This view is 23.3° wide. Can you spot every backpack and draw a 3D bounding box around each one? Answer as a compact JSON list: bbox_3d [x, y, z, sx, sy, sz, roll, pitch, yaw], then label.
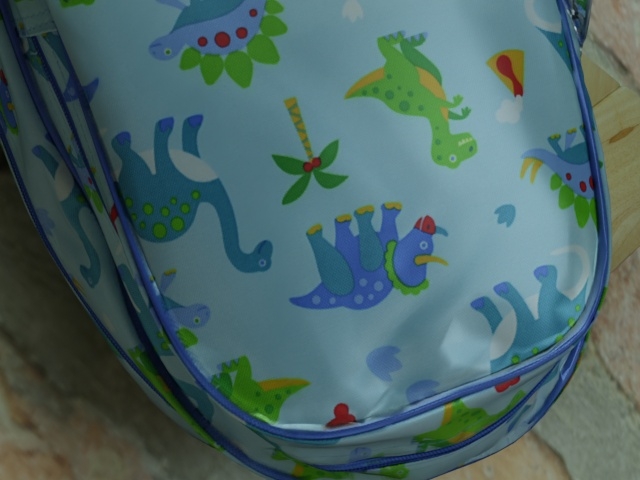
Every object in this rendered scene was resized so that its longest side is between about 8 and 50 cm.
[{"bbox_3d":[-0.013,-0.063,0.695,0.290,0.273,0.356,-16,106,-19],"label":"backpack"}]

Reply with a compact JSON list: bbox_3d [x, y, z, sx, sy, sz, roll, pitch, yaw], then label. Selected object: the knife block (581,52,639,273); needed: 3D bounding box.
[{"bbox_3d":[0.131,0.004,0.965,0.275,0.088,0.242,29,61,-41],"label":"knife block"}]
